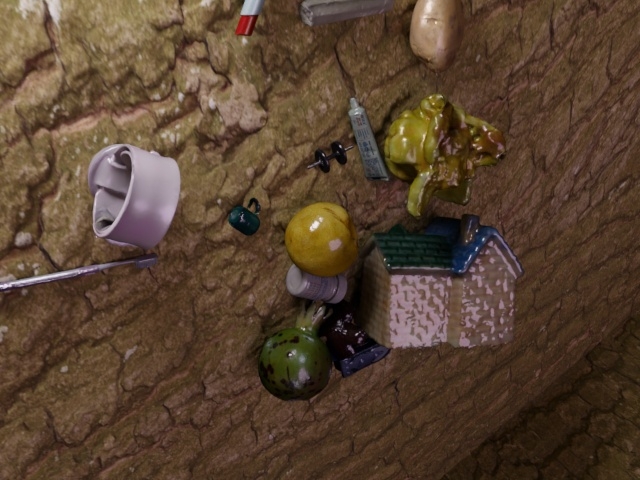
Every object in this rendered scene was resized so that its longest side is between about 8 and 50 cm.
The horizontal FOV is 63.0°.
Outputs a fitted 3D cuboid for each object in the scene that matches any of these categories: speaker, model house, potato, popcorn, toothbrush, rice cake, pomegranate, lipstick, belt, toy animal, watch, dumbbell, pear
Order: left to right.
[{"bbox_3d":[-0.557,0.078,1.222,0.353,0.024,0.029,-12,130,-30],"label":"toothbrush"},{"bbox_3d":[-0.386,-0.072,1.114,0.196,0.231,0.244,16,103,-42],"label":"watch"},{"bbox_3d":[-0.188,-0.064,1.365,0.094,0.060,0.075,-52,133,2],"label":"speaker"},{"bbox_3d":[-0.120,-0.568,1.116,0.068,0.061,0.274,13,108,-36],"label":"lipstick"},{"bbox_3d":[-0.066,0.333,1.569,0.242,0.242,0.306,2,111,-35],"label":"pomegranate"},{"bbox_3d":[0.000,0.000,1.443,0.208,0.209,0.209,-16,124,-26],"label":"pear"},{"bbox_3d":[0.028,-0.225,1.413,0.147,0.069,0.070,-28,129,-17],"label":"dumbbell"},{"bbox_3d":[0.060,0.294,1.657,0.116,0.179,0.219,1,96,-29],"label":"toy animal"},{"bbox_3d":[0.066,-0.562,1.250,0.256,0.052,0.057,-21,160,-23],"label":"rice cake"},{"bbox_3d":[0.142,0.378,1.808,0.217,0.122,0.129,-21,128,-15],"label":"belt"},{"bbox_3d":[0.349,0.099,1.666,0.444,0.395,0.401,-2,102,-16],"label":"model house"},{"bbox_3d":[0.322,-0.231,1.475,0.321,0.290,0.325,-43,128,7],"label":"popcorn"},{"bbox_3d":[0.301,-0.564,1.373,0.161,0.128,0.235,-40,129,-29],"label":"potato"}]

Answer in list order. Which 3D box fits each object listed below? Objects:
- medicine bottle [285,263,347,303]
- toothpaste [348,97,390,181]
[{"bbox_3d":[-0.012,0.128,1.568,0.168,0.105,0.105,17,106,-39],"label":"medicine bottle"},{"bbox_3d":[0.129,-0.274,1.458,0.069,0.047,0.269,-15,126,10],"label":"toothpaste"}]
